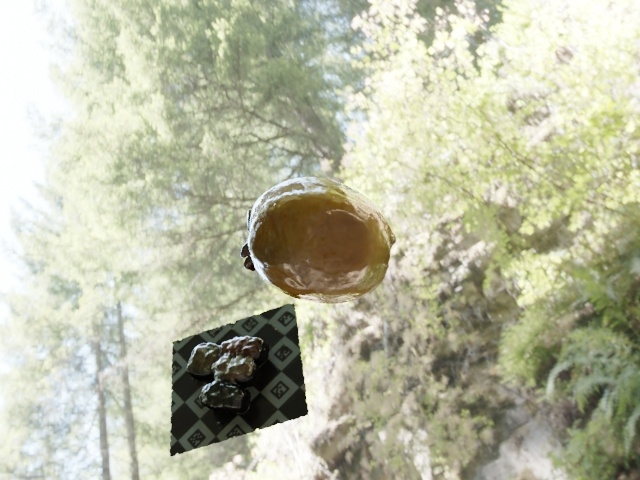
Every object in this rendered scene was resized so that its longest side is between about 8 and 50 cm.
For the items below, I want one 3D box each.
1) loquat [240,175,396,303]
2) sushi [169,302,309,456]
[{"bbox_3d":[0.000,0.000,1.200,0.238,0.238,0.193,8,-97,-22],"label":"loquat"},{"bbox_3d":[-0.144,0.203,1.225,0.231,0.220,0.047,-19,-44,10],"label":"sushi"}]
